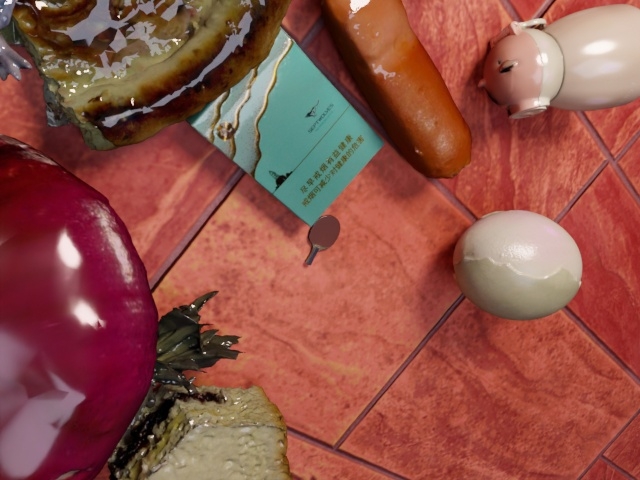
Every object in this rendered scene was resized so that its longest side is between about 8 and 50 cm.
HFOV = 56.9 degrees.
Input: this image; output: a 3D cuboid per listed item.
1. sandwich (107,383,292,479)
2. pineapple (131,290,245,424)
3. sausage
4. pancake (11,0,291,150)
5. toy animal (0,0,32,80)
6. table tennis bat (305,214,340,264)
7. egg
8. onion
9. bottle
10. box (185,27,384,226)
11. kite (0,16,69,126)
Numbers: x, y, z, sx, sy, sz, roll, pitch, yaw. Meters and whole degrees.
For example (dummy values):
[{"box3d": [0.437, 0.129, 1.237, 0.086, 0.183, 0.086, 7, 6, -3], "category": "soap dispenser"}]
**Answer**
[{"box3d": [-0.177, 0.358, 0.910, 0.262, 0.131, 0.325, -18, 124, -16], "category": "sandwich"}, {"box3d": [-0.273, 0.184, 0.776, 0.364, 0.165, 0.165, -35, 125, -17], "category": "pineapple"}, {"box3d": [0.102, -0.214, 0.784, 0.097, 0.094, 0.348, -49, 125, -13], "category": "sausage"}, {"box3d": [-0.156, -0.303, 0.603, 0.427, 0.067, 0.305, -43, 121, 1], "category": "pancake"}, {"box3d": [-0.326, -0.176, 0.495, 0.239, 0.176, 0.255, -38, 86, 4], "category": "toy animal"}, {"box3d": [0.000, 0.000, 0.890, 0.050, 0.007, 0.083, 22, 101, -34], "category": "table tennis bat"}, {"box3d": [0.311, 0.040, 0.958, 0.217, 0.183, 0.183, 6, 112, -40], "category": "egg"}, {"box3d": [-0.349, 0.070, 0.487, 0.398, 0.420, 0.398, 0, 80, 0], "category": "onion"}, {"box3d": [0.346, -0.254, 0.859, 0.236, 0.147, 0.148, -12, 120, -13], "category": "bottle"}, {"box3d": [-0.038, -0.144, 0.777, 0.162, 0.041, 0.229, -49, 126, 2], "category": "box"}, {"box3d": [-0.299, -0.249, 0.611, 0.323, 0.013, 0.268, -13, 119, -18], "category": "kite"}]
